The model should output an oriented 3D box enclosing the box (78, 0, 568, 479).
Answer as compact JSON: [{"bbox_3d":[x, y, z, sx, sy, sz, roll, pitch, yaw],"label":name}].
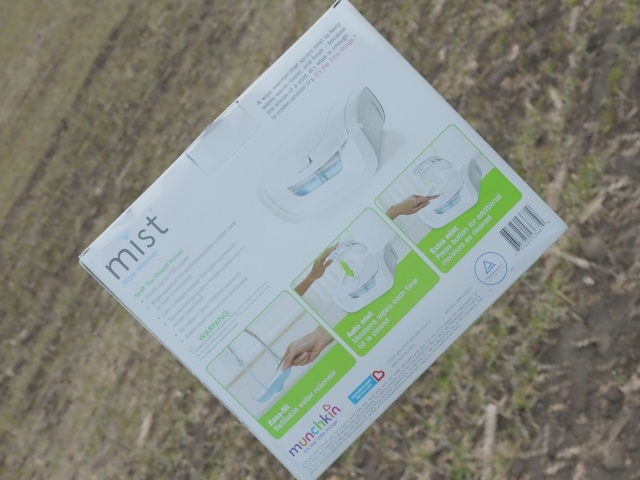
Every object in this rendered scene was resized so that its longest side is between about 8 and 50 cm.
[{"bbox_3d":[0.000,0.000,0.828,0.262,0.231,0.127,-46,2,0],"label":"box"}]
